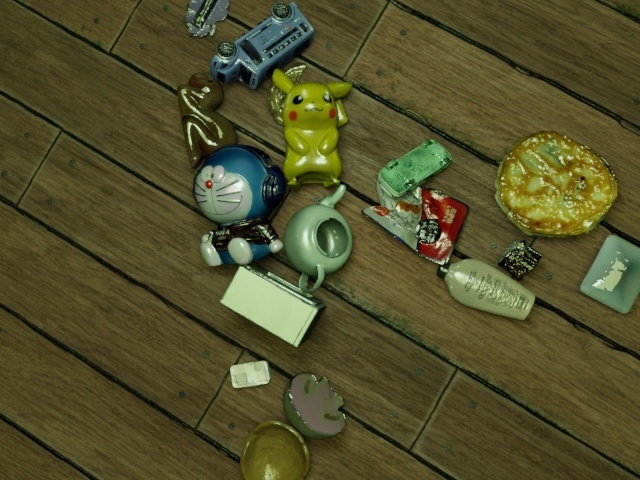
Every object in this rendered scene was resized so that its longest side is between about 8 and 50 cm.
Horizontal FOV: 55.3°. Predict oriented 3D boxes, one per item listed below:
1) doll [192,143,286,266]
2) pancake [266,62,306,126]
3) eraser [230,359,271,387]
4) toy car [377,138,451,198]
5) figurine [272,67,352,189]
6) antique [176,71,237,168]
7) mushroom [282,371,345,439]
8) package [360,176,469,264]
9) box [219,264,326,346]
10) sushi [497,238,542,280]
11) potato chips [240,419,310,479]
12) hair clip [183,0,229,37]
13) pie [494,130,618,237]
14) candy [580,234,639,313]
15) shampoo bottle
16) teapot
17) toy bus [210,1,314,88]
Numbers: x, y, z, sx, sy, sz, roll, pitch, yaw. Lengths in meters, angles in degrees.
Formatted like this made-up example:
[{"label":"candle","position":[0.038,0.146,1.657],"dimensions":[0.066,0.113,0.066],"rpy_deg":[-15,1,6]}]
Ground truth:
[{"label":"doll","position":[-0.217,-0.101,1.630],"dimensions":[0.284,0.240,0.309],"rpy_deg":[-7,97,31]},{"label":"pancake","position":[-0.066,-0.405,1.741],"dimensions":[0.190,0.020,0.184],"rpy_deg":[41,89,6]},{"label":"eraser","position":[-0.194,0.370,1.693],"dimensions":[0.105,0.026,0.065],"rpy_deg":[-11,82,5]},{"label":"toy car","position":[0.254,-0.189,1.648],"dimensions":[0.224,0.076,0.090],"rpy_deg":[-33,70,-27]},{"label":"figurine","position":[-0.015,-0.300,1.645],"dimensions":[0.218,0.169,0.326],"rpy_deg":[-2,99,-10]},{"label":"antique","position":[-0.317,-0.340,1.713],"dimensions":[0.143,0.121,0.256],"rpy_deg":[-12,85,-4]},{"label":"mushroom","position":[-0.029,0.450,1.630],"dimensions":[0.188,0.141,0.117],"rpy_deg":[53,126,10]},{"label":"package","position":[0.253,-0.068,1.666],"dimensions":[0.269,0.071,0.194],"rpy_deg":[25,82,1]},{"label":"box","position":[-0.115,0.163,1.600],"dimensions":[0.225,0.225,0.117],"rpy_deg":[29,89,7]},{"label":"sushi","position":[0.522,0.049,1.611],"dimensions":[0.084,0.098,0.094],"rpy_deg":[40,95,9]},{"label":"potato chips","position":[-0.121,0.579,1.646],"dimensions":[0.195,0.062,0.208],"rpy_deg":[-15,92,11]},{"label":"hair clip","position":[-0.329,-0.678,1.773],"dimensions":[0.124,0.052,0.195],"rpy_deg":[24,94,12]},{"label":"pie","position":[0.617,-0.148,1.625],"dimensions":[0.315,0.092,0.315],"rpy_deg":[-1,81,4]},{"label":"candy","position":[0.778,0.088,1.596],"dimensions":[0.138,0.071,0.174],"rpy_deg":[29,90,7]},{"label":"shampoo bottle","position":[0.431,0.124,1.624],"dimensions":[0.257,0.078,0.127],"rpy_deg":[25,91,7]},{"label":"teapot","position":[0.000,0.000,1.622],"dimensions":[0.193,0.129,0.294],"rpy_deg":[22,71,-28]},{"label":"toy bus","position":[-0.161,-0.518,1.676],"dimensions":[0.292,0.125,0.133],"rpy_deg":[-40,89,-16]}]
